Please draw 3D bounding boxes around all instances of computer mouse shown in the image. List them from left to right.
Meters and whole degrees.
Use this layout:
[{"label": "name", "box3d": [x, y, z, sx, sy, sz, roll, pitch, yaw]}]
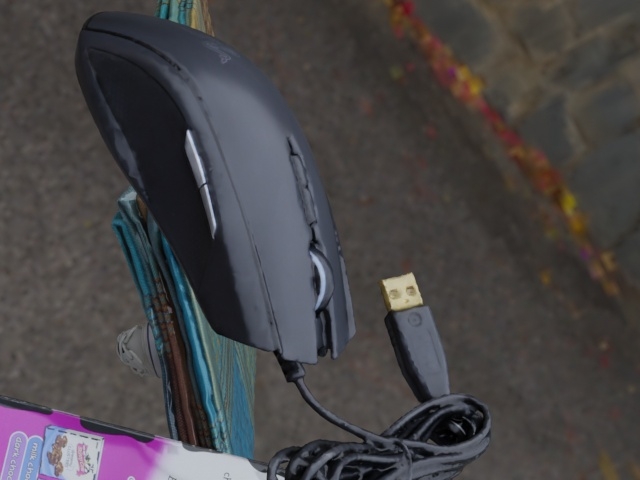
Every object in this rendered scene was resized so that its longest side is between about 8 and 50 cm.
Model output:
[{"label": "computer mouse", "box3d": [0.000, 0.000, 0.840, 0.184, 0.060, 0.262, 1, 60, -59]}]

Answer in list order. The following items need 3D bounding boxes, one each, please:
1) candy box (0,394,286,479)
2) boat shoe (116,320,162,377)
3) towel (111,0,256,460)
[{"label": "candy box", "box3d": [-0.085, 0.180, 0.917, 0.233, 0.071, 0.159, 17, 75, -18]}, {"label": "boat shoe", "box3d": [-0.110, 0.068, 1.148, 0.100, 0.035, 0.035, 107, -18, -80]}, {"label": "towel", "box3d": [-0.077, 0.006, 1.170, 0.370, 0.040, 0.271, -92, 174, -60]}]
